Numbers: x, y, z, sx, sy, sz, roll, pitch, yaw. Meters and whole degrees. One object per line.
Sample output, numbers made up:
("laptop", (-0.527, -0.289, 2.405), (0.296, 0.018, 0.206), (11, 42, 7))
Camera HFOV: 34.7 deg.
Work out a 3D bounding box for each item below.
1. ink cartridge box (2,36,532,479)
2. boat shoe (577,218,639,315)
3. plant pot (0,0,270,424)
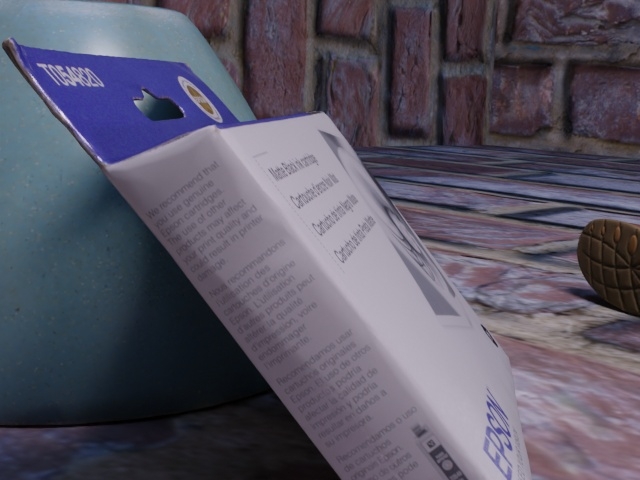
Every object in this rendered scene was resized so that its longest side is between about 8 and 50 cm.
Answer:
("ink cartridge box", (0.000, 0.000, 0.414), (0.045, 0.224, 0.223), (-38, 2, 11))
("boat shoe", (0.264, 0.028, 0.756), (0.060, 0.064, 0.178), (3, 13, -31))
("plant pot", (-0.146, -0.035, 0.587), (0.290, 0.195, 0.290), (3, 8, 0))
